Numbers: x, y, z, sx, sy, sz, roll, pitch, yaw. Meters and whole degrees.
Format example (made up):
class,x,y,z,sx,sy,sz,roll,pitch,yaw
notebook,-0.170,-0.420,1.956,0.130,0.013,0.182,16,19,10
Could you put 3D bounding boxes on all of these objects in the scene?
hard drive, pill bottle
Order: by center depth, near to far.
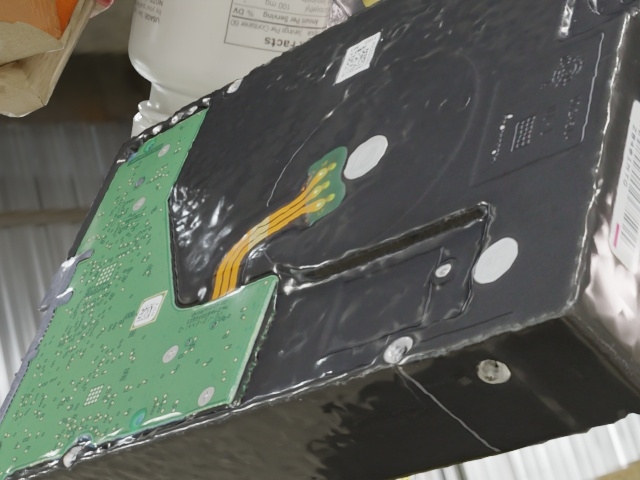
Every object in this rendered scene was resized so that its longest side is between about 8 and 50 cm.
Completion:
class,x,y,z,sx,sy,sz,roll,pitch,yaw
hard drive,0.000,0.000,0.570,0.339,0.237,0.064,-22,-54,39
pill bottle,-0.060,-0.153,0.922,0.131,0.229,0.131,12,14,-3

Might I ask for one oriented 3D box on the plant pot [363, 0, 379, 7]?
class,x,y,z,sx,sy,sz,roll,pitch,yaw
plant pot,0.072,-0.271,1.545,0.239,0.254,0.254,-47,-29,16

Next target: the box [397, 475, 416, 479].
class,x,y,z,sx,sy,sz,roll,pitch,yaw
box,-0.040,0.179,1.150,0.244,0.100,0.060,19,-37,-12

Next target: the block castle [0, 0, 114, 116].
class,x,y,z,sx,sy,sz,roll,pitch,yaw
block castle,-0.263,-0.299,0.794,0.303,0.213,0.453,17,-29,6

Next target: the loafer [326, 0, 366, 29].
class,x,y,z,sx,sy,sz,roll,pitch,yaw
loafer,-0.012,-0.240,1.392,0.095,0.302,0.109,-5,-16,37
